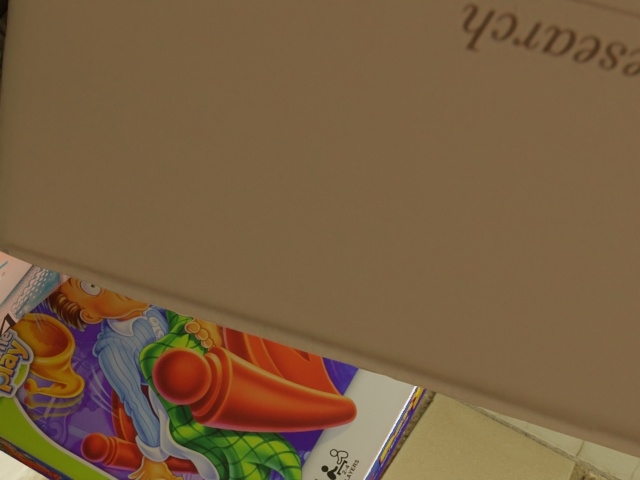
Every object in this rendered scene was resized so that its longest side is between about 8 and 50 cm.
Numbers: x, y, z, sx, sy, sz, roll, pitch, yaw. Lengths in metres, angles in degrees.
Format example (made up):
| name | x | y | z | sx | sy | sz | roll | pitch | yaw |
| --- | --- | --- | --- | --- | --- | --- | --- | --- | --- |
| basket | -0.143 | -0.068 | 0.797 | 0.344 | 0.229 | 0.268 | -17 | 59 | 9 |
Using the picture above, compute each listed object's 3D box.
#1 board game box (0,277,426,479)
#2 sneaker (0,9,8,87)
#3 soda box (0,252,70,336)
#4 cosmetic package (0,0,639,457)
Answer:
| name | x | y | z | sx | sy | sz | roll | pitch | yaw |
| --- | --- | --- | --- | --- | --- | --- | --- | --- | --- |
| board game box | -0.029 | 0.006 | 0.680 | 0.347 | 0.233 | 0.078 | -59 | 167 | -21 |
| sneaker | -0.132 | -0.074 | 0.541 | 0.166 | 0.065 | 0.076 | -45 | 175 | -46 |
| soda box | -0.180 | 0.025 | 0.515 | 0.183 | 0.058 | 0.063 | -47 | 160 | -49 |
| cosmetic package | 0.106 | -0.182 | 0.448 | 0.329 | 0.327 | 0.393 | -60 | 164 | -63 |
